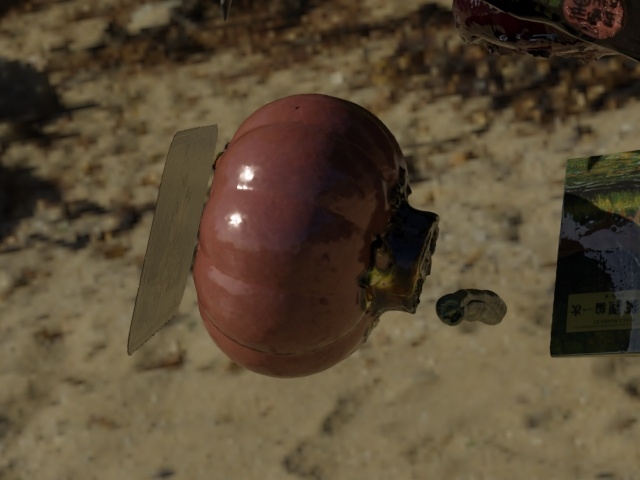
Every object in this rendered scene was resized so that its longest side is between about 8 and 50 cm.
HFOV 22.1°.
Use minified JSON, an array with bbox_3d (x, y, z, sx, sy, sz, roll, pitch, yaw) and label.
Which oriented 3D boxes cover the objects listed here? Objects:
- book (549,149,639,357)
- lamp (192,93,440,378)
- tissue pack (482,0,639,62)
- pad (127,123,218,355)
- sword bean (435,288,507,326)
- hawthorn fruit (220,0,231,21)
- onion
[{"bbox_3d":[0.323,0.013,1.732,0.160,0.228,0.024,-5,-21,39],"label":"book"},{"bbox_3d":[0.000,0.000,1.708,0.239,0.305,0.305,15,18,12],"label":"lamp"},{"bbox_3d":[0.267,-0.337,1.502,0.245,0.332,0.123,23,41,11],"label":"tissue pack"},{"bbox_3d":[-0.146,0.028,1.871,0.063,0.315,0.375,14,8,3],"label":"pad"},{"bbox_3d":[0.171,0.076,1.850,0.038,0.043,0.269,-13,-6,16],"label":"sword bean"},{"bbox_3d":[-0.080,-0.378,1.686,0.267,0.301,0.268,16,2,-1],"label":"hawthorn fruit"},{"bbox_3d":[0.265,-0.267,1.812,0.248,0.161,0.248,-12,15,3],"label":"onion"}]
